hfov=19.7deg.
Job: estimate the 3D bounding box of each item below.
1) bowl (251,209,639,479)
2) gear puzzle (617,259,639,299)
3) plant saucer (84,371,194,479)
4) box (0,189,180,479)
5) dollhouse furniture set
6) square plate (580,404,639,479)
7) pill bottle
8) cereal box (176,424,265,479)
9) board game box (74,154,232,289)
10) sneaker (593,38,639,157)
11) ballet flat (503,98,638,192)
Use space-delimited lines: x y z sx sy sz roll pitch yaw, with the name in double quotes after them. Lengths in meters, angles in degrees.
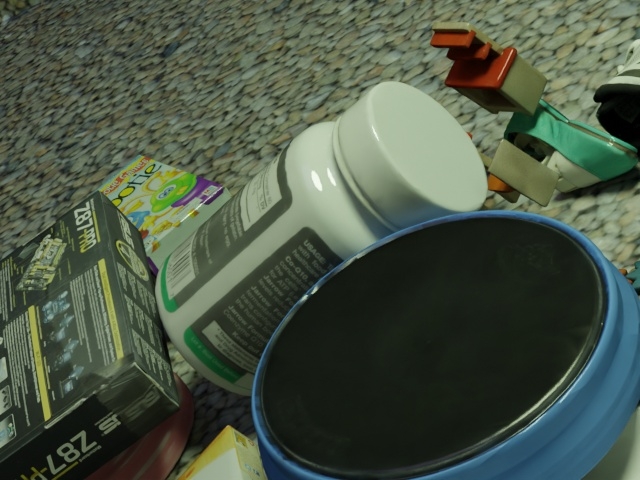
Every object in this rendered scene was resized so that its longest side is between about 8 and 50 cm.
0.113 0.117 1.740 0.391 0.077 0.391 -19 35 14 "bowl"
0.224 0.075 1.834 0.338 0.044 0.175 -14 26 10 "gear puzzle"
-0.308 0.251 2.193 0.332 0.084 0.332 -27 26 15 "plant saucer"
-0.336 0.147 2.150 0.318 0.097 0.395 -38 31 9 "box"
0.145 -0.106 2.129 0.262 0.135 0.259 10 73 57 "dollhouse furniture set"
0.221 0.280 1.552 0.344 0.049 0.347 -21 29 27 "square plate"
0.000 0.000 2.018 0.361 0.204 0.204 -40 19 33 "pill bottle"
-0.118 0.313 1.853 0.173 0.047 0.240 -47 23 11 "cereal box"
-0.201 0.001 2.436 0.144 0.142 0.275 -41 26 -16 "board game box"
0.399 -0.247 2.141 0.257 0.169 0.447 -38 18 7 "sneaker"
0.285 -0.101 2.140 0.087 0.083 0.247 -58 26 5 "ballet flat"
